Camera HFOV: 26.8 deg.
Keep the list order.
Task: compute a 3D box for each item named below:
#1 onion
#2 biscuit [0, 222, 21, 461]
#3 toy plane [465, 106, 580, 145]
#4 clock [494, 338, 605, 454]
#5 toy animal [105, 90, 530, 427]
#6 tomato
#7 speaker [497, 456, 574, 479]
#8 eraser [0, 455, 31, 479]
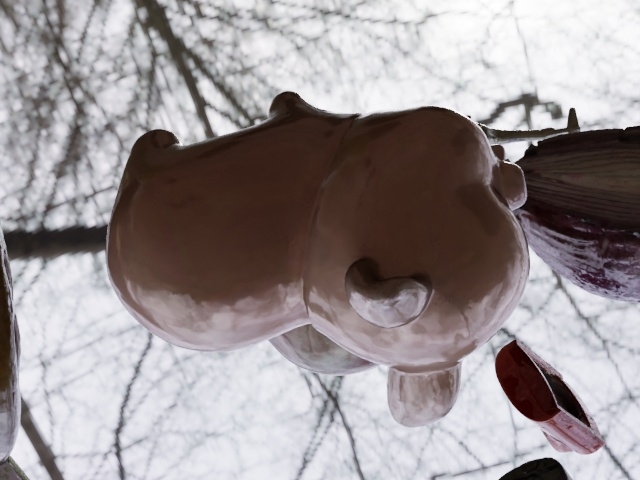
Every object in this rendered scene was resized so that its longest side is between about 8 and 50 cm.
[{"bbox_3d":[0.316,-0.018,1.601,0.349,0.159,0.267,2,-152,3],"label":"onion"},{"bbox_3d":[-0.323,0.025,1.213,0.063,0.314,0.367,-8,-109,-21],"label":"biscuit"},{"bbox_3d":[0.207,-0.129,1.704,0.286,0.092,0.108,-4,166,-34],"label":"toy plane"},{"bbox_3d":[0.268,0.194,1.611,0.061,0.155,0.113,-37,-128,11],"label":"clock"},{"bbox_3d":[0.000,0.000,1.035,0.326,0.237,0.269,-21,-121,-2],"label":"toy animal"},{"bbox_3d":[0.002,0.068,1.916,0.223,0.270,0.270,-22,-142,-9],"label":"tomato"},{"bbox_3d":[0.274,0.417,1.401,0.198,0.329,0.259,-15,-150,52],"label":"speaker"},{"bbox_3d":[-0.403,0.305,1.736,0.038,0.083,0.019,-28,-159,11],"label":"eraser"}]
